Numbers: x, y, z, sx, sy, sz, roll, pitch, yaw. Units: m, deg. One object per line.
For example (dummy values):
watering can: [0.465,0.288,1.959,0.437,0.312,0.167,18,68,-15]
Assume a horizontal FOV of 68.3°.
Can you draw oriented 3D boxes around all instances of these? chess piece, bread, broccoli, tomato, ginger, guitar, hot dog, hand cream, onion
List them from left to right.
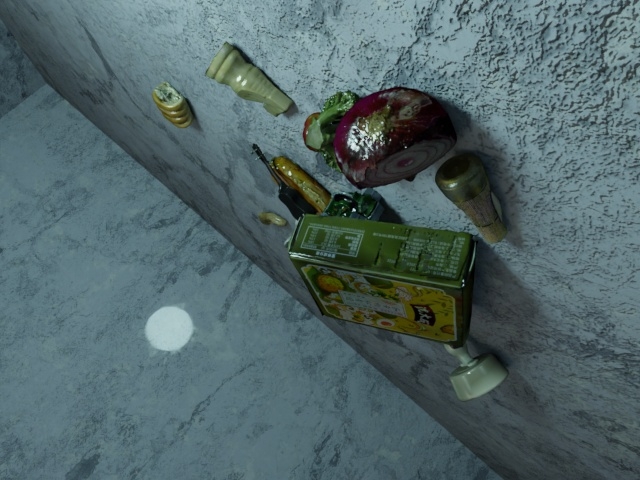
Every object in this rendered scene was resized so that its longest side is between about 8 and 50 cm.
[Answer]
bread: [-0.499,-0.452,1.602,0.119,0.084,0.177,37,167,17]
chess piece: [-0.160,-0.363,1.102,0.201,0.090,0.090,34,165,-15]
ginger: [-0.201,-0.086,1.907,0.069,0.051,0.173,47,164,-30]
guitar: [-0.113,-0.158,1.331,0.271,0.038,0.084,51,153,-18]
hot dog: [-0.045,-0.145,1.378,0.269,0.072,0.115,45,163,-6]
tomato: [0.003,-0.236,1.038,0.075,0.087,0.087,7,151,16]
broccoli: [0.042,-0.216,0.922,0.145,0.138,0.162,61,142,10]
onion: [0.129,-0.168,0.818,0.139,0.195,0.218,62,-161,18]
hand cream: [0.286,-0.063,0.859,0.084,0.084,0.203,19,157,52]

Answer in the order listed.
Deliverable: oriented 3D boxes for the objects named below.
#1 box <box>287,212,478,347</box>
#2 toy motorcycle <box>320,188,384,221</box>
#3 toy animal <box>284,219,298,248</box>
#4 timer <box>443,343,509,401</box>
box: [0.166,0.105,1.188,0.421,0.138,0.372,10,151,21]
toy motorcycle: [0.090,-0.043,1.245,0.187,0.124,0.274,30,158,-2]
toy animal: [0.002,-0.002,1.488,0.193,0.127,0.179,20,180,34]
timer: [0.431,0.338,1.465,0.265,0.175,0.175,58,166,11]
